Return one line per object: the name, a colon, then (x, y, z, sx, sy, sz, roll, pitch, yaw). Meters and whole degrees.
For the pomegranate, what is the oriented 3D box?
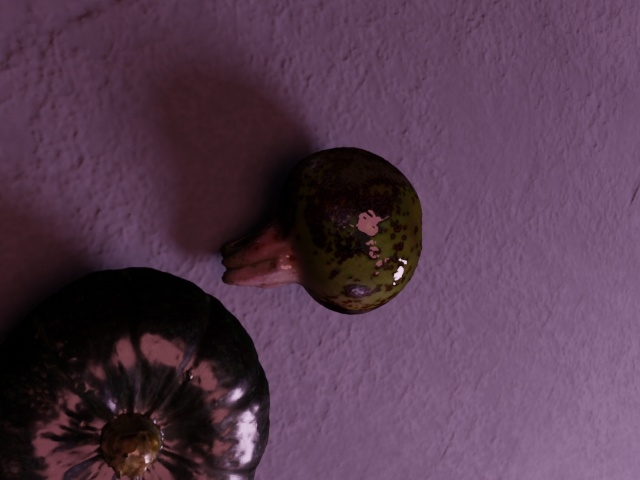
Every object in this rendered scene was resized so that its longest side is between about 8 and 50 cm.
pomegranate: (0.004, -0.007, 0.735, 0.126, 0.163, 0.138, -71, 154, -50)

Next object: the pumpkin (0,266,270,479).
pumpkin: (-0.136, 0.125, 0.631, 0.211, 0.152, 0.212, -2, 93, -30)
